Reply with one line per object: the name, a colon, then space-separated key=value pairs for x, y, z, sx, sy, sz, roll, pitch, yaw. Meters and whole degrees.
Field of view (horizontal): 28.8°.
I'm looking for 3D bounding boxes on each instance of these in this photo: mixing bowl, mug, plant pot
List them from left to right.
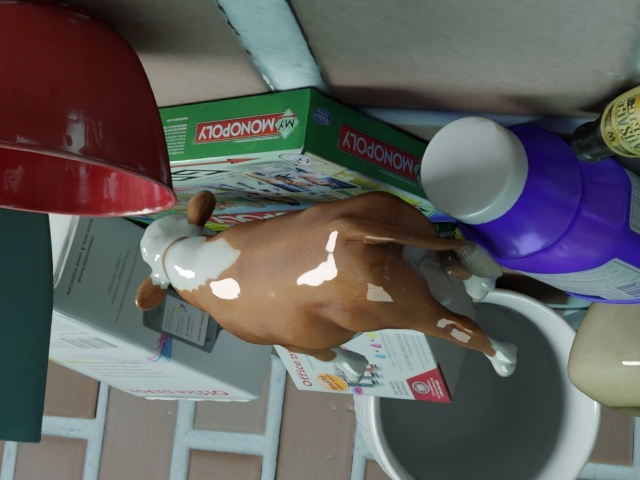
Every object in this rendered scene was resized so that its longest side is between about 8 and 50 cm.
plant pot: x=-0.323 y=0.038 z=1.055 sx=0.166 sy=0.234 sz=0.165 roll=14 pitch=173 yaw=-37
mixing bowl: x=-0.168 y=-0.079 z=0.714 sx=0.181 sy=0.098 sz=0.181 roll=5 pitch=169 yaw=1
mug: x=0.222 y=0.179 z=1.605 sx=0.374 sy=0.276 sz=0.328 roll=-24 pitch=180 yaw=-6

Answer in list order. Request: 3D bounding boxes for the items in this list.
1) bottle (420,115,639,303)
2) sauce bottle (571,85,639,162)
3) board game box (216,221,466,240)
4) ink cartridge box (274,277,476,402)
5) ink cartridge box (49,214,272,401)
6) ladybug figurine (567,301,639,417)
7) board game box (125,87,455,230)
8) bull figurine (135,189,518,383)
bottle: x=0.169 y=-0.019 z=0.887 sx=0.118 sy=0.092 sz=0.283 roll=1 pitch=169 yaw=36
sauce bottle: x=0.190 y=-0.069 z=0.734 sx=0.042 sy=0.042 sz=0.128 roll=8 pitch=168 yaw=-15
board game box: x=0.000 y=0.000 z=1.151 sx=0.260 sy=0.030 sz=0.136 roll=-2 pitch=-176 yaw=21
ink cartridge box: x=0.052 y=0.076 z=1.282 sx=0.176 sy=0.127 sz=0.128 roll=2 pitch=140 yaw=24
ink cartridge box: x=-0.231 y=0.073 z=1.379 sx=0.226 sy=0.131 sz=0.306 roll=-4 pitch=156 yaw=42
ladybug figurine: x=0.412 y=0.099 z=1.221 sx=0.305 sy=0.162 sz=0.449 roll=-1 pitch=168 yaw=31
board game box: x=-0.068 y=-0.052 z=0.969 sx=0.317 sy=0.046 sz=0.213 roll=-2 pitch=166 yaw=38
bull figurine: x=-0.002 y=0.032 z=0.881 sx=0.188 sy=0.101 sz=0.310 roll=24 pitch=165 yaw=-28
